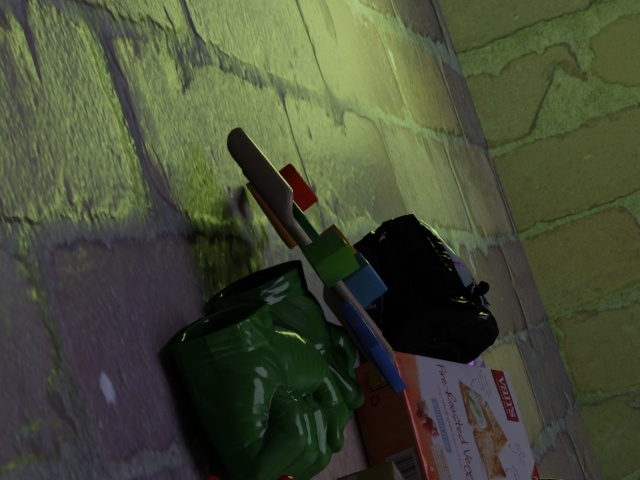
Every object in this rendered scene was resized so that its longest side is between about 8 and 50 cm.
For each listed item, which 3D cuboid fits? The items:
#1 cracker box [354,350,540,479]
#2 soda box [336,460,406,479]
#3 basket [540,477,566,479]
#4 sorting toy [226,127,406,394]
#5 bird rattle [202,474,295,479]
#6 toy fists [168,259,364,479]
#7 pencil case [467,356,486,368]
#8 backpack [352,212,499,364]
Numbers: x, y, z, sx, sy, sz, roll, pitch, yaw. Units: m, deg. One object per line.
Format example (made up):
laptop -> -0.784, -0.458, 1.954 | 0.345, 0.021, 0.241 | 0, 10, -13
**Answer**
cracker box -> 0.133, 0.207, 1.899 | 0.232, 0.067, 0.155 | 14, 55, -53
soda box -> 0.059, 0.290, 1.628 | 0.061, 0.058, 0.181 | 58, 17, -44
basket -> 0.291, 0.435, 2.213 | 0.204, 0.154, 0.227 | -90, 161, -62
sorting toy -> 0.000, 0.000, 1.574 | 0.196, 0.047, 0.347 | 58, -3, -28
bird rattle -> -0.026, 0.280, 1.241 | 0.253, 0.143, 0.207 | 60, -2, 15
toy fists -> -0.030, 0.108, 1.435 | 0.279, 0.096, 0.142 | -54, 124, -77
pencil case -> 0.177, 0.217, 2.196 | 0.088, 0.086, 0.206 | 0, -69, 67
backpack -> 0.102, 0.064, 2.007 | 0.115, 0.152, 0.182 | 65, 0, -49
